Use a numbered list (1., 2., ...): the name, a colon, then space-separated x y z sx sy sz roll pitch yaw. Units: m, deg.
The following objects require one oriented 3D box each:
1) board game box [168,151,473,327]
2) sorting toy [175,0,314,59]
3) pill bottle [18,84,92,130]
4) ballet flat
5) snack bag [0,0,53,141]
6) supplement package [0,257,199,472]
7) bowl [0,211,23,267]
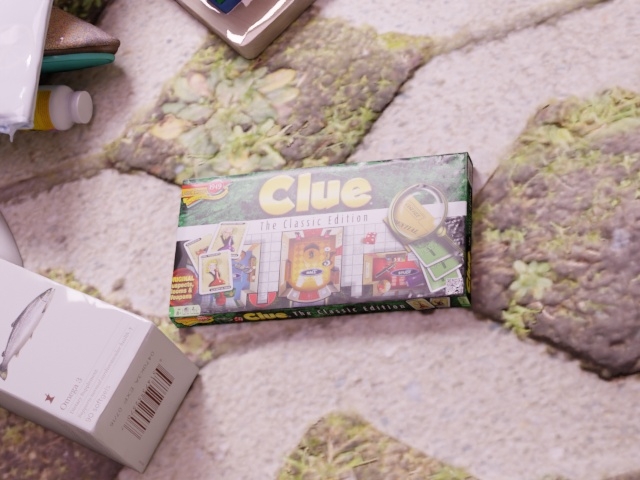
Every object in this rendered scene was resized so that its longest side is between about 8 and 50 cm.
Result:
1. board game box: 0.000 0.000 1.368 0.260 0.030 0.136 -6 60 17
2. sorting toy: -0.070 -0.344 1.530 0.255 0.089 0.257 -45 59 -6
3. pill bottle: -0.258 -0.124 1.510 0.083 0.043 0.043 1 65 20
4. ballet flat: -0.344 -0.197 1.531 0.316 0.107 0.106 -8 90 14
5. snack bag: -0.387 -0.256 1.500 0.323 0.037 0.342 2 72 18
6. supplement package: -0.213 0.102 1.344 0.179 0.105 0.105 20 73 27
7. bowl: -0.356 0.011 1.472 0.142 0.053 0.142 -34 57 -1
